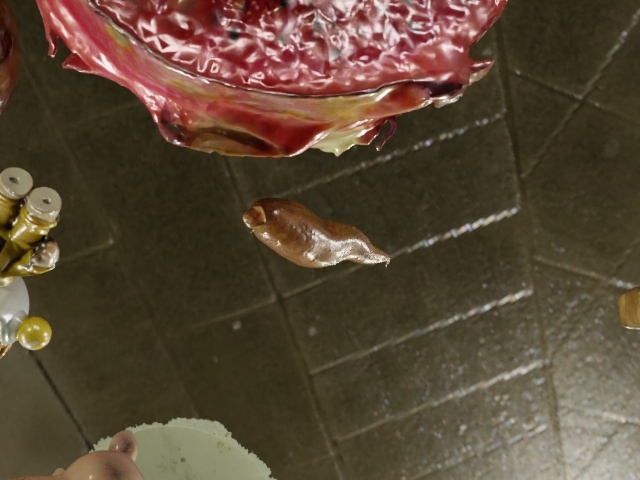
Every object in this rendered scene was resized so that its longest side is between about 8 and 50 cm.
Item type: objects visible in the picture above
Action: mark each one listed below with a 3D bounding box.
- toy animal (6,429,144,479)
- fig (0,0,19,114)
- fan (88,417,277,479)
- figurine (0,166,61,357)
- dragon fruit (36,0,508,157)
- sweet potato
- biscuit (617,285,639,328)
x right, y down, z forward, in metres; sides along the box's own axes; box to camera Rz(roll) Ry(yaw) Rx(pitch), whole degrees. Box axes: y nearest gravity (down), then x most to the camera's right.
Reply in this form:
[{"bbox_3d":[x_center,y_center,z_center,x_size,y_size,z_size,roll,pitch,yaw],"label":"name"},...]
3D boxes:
[{"bbox_3d":[-0.190,0.202,0.787,0.150,0.083,0.089,-18,160,-34],"label":"toy animal"},{"bbox_3d":[-0.387,-0.146,0.833,0.290,0.191,0.191,-1,132,17],"label":"fig"},{"bbox_3d":[-0.231,0.330,1.124,0.414,0.012,0.233,-21,96,10],"label":"fan"},{"bbox_3d":[-0.204,0.016,0.630,0.101,0.068,0.143,14,123,5],"label":"figurine"},{"bbox_3d":[-0.044,-0.222,0.777,0.371,0.386,0.249,-31,171,-20],"label":"dragon fruit"},{"bbox_3d":[0.000,0.000,0.987,0.195,0.056,0.056,15,120,-43],"label":"sweet potato"},{"bbox_3d":[0.360,0.059,0.855,0.319,0.183,0.047,7,87,-28],"label":"biscuit"}]
